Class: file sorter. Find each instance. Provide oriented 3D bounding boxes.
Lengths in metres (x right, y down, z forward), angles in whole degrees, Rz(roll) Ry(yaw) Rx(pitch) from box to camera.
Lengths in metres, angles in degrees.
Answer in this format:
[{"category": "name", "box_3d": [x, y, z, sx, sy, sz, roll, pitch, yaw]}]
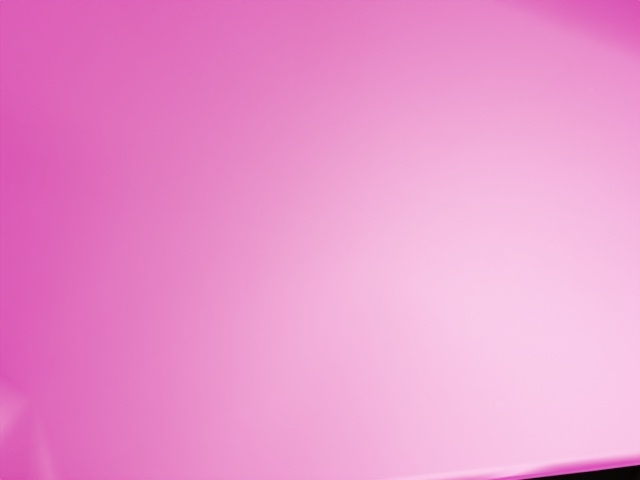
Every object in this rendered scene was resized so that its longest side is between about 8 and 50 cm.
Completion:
[{"category": "file sorter", "box_3d": [0.016, -0.032, 0.502, 0.182, 0.291, 0.202, -24, 106, -86]}]
